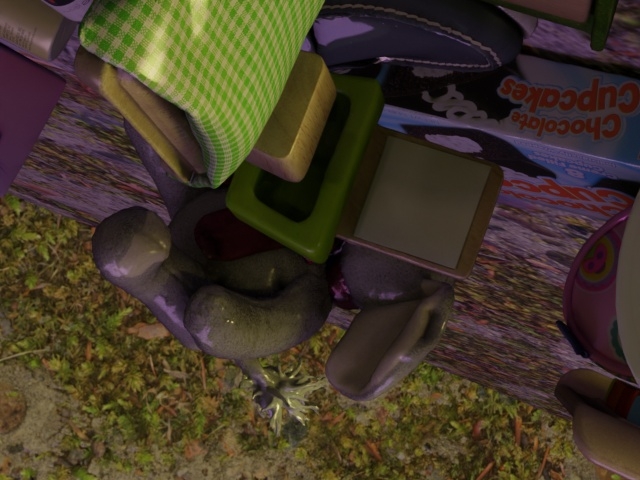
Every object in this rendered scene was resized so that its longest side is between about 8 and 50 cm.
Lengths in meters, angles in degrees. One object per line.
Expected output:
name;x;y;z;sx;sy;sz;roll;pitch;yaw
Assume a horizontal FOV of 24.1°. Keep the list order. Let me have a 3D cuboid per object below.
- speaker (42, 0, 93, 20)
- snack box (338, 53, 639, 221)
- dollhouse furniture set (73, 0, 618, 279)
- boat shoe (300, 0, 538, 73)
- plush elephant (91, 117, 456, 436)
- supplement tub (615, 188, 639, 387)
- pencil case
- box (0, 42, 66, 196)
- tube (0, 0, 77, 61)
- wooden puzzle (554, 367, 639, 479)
speaker;-0.194;-0.197;0.990;0.055;0.055;0.136;14;170;33
snack box;0.129;-0.074;1.021;0.322;0.060;0.187;16;172;23
dollhouse furniture set;0.036;-0.095;0.630;0.151;0.198;0.301;19;172;10
boat shoe;-0.017;-0.122;0.912;0.319;0.099;0.116;13;168;36
plush elephant;0.000;0.000;1.251;0.255;0.272;0.330;-23;117;17
supplement tub;0.336;0.051;0.750;0.331;0.241;0.241;24;170;-29
pencil case;0.268;0.062;0.991;0.124;0.124;0.284;13;175;37
box;-0.369;-0.156;1.204;0.243;0.117;0.213;31;-178;21
tube;-0.300;-0.214;1.139;0.240;0.062;0.070;24;128;-1
wooden puzzle;0.258;0.137;0.938;0.221;0.044;0.238;24;-175;6
